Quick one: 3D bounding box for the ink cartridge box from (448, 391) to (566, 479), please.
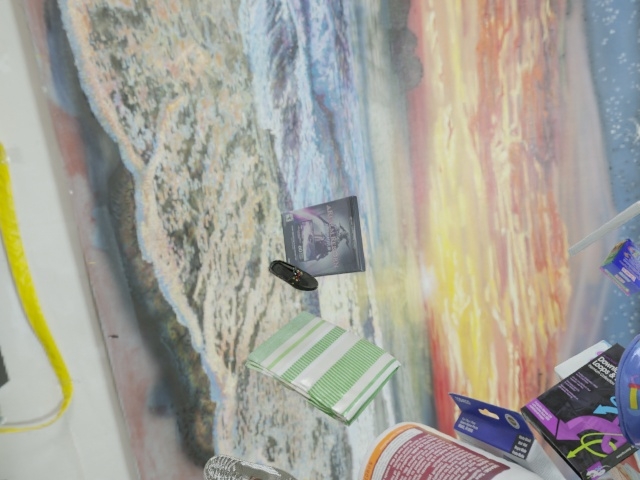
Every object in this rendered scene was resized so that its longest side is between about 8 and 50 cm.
[{"bbox_3d":[0.344,0.397,0.893,0.224,0.045,0.223,55,-19,-3],"label":"ink cartridge box"}]

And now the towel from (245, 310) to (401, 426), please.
[{"bbox_3d":[0.006,0.303,1.206,0.248,0.324,0.038,-34,132,-41],"label":"towel"}]

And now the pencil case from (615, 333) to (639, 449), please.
[{"bbox_3d":[0.416,0.147,0.384,0.306,0.133,0.119,-4,-69,56],"label":"pencil case"}]

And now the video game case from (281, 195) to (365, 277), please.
[{"bbox_3d":[0.000,0.000,1.316,0.026,0.274,0.196,-2,84,-46],"label":"video game case"}]

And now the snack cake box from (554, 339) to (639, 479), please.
[{"bbox_3d":[0.456,0.289,0.697,0.264,0.089,0.152,55,5,-28],"label":"snack cake box"}]

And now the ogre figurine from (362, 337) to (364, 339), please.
[{"bbox_3d":[0.101,0.424,1.769,0.097,0.197,0.118,-10,88,-67],"label":"ogre figurine"}]

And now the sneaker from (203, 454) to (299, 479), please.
[{"bbox_3d":[-0.118,0.491,0.948,0.118,0.222,0.083,99,15,-52],"label":"sneaker"}]

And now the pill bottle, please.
[{"bbox_3d":[0.250,0.463,0.794,0.392,0.224,0.224,-6,-89,62],"label":"pill bottle"}]

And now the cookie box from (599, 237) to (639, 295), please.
[{"bbox_3d":[0.725,0.062,1.142,0.092,0.107,0.040,47,-31,9],"label":"cookie box"}]

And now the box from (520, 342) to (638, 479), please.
[{"bbox_3d":[0.353,0.209,0.605,0.029,0.162,0.116,57,-1,-24],"label":"box"}]

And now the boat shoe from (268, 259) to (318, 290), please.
[{"bbox_3d":[-0.066,0.088,1.195,0.042,0.133,0.049,108,8,-77],"label":"boat shoe"}]

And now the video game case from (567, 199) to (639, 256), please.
[{"bbox_3d":[0.684,-0.048,1.100,0.023,0.183,0.201,57,-34,17],"label":"video game case"}]

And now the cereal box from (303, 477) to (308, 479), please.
[{"bbox_3d":[0.035,0.674,1.174,0.047,0.173,0.240,-47,148,-23],"label":"cereal box"}]
